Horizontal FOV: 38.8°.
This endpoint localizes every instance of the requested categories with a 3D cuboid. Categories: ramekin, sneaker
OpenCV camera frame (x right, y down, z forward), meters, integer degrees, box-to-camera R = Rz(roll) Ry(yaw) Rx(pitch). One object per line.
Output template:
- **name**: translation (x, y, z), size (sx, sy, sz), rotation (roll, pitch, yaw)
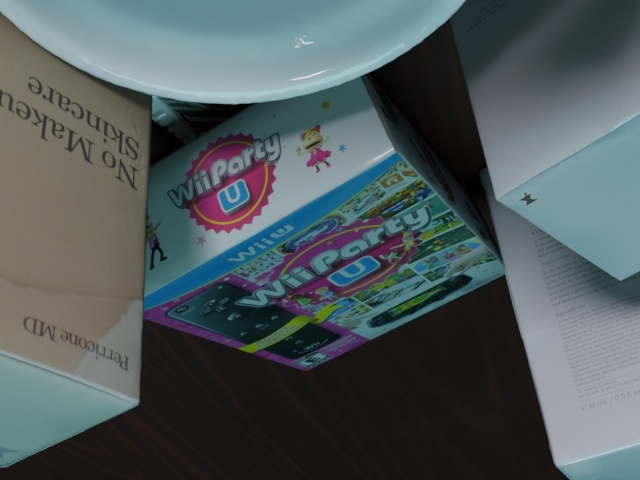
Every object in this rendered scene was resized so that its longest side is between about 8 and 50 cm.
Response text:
- **ramekin**: translation (-0.045, -0.212, 0.456), size (0.277, 0.135, 0.277), rotation (-5, 146, -3)
- **sneaker**: translation (-0.068, -0.100, 0.675), size (0.075, 0.063, 0.170), rotation (-24, 138, 31)

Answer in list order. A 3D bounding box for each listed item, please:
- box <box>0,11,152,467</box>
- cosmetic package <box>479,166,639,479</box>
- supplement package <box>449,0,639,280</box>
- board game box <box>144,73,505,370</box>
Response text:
- **box**: translation (-0.185, -0.049, 0.508), size (0.121, 0.311, 0.148), rotation (-27, 142, 29)
- **cosmetic package**: translation (0.337, 0.004, 0.703), size (0.377, 0.284, 0.097), rotation (-21, 144, 21)
- **supplement package**: translation (0.207, -0.122, 0.570), size (0.194, 0.203, 0.149), rotation (-32, 138, 32)
- **board game box**: translation (0.000, 0.000, 0.727), size (0.224, 0.097, 0.303), rotation (-29, 153, 15)
